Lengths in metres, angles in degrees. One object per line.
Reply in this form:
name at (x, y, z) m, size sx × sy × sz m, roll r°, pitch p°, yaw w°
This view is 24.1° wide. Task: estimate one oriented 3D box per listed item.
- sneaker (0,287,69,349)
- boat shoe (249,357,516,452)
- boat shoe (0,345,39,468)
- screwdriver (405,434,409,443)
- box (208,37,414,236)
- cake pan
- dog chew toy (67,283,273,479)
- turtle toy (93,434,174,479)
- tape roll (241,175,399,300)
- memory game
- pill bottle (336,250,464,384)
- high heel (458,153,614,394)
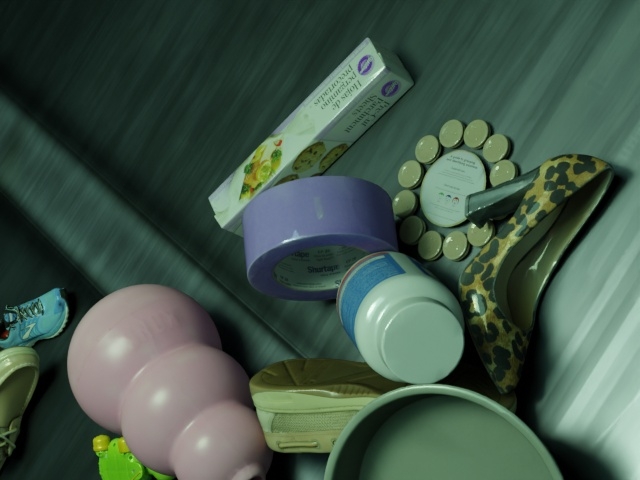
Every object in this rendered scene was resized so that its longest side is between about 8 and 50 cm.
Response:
sneaker at (-0.444, 0.122, 2.272) m, size 0.162 × 0.073 × 0.063 m, roll -36°, pitch 53°, yaw 27°
boat shoe at (0.076, 0.207, 1.751) m, size 0.341 × 0.121 × 0.110 m, roll 1°, pitch 110°, yaw 35°
boat shoe at (-0.494, 0.291, 2.235) m, size 0.098 × 0.109 × 0.302 m, roll 48°, pitch 113°, yaw 36°
screwdriver at (0.089, 0.289, 1.707) m, size 0.024 × 0.025 × 0.170 m, roll 22°, pitch 117°, yaw 25°
box at (-0.017, -0.130, 1.985) m, size 0.324 × 0.067 × 0.063 m, roll -43°, pitch 51°, yaw 21°
cake pan at (0.141, 0.293, 1.609) m, size 0.293 × 0.054 × 0.293 m, roll 5°, pitch 100°, yaw 28°
dog chew toy at (-0.181, 0.205, 1.921) m, size 0.332 × 0.206 × 0.207 m, roll 44°, pitch 105°, yaw 35°
turtle toy at (-0.248, 0.306, 2.027) m, size 0.130 × 0.066 × 0.095 m, roll -5°, pitch 94°, yaw 38°
tape roll at (0.000, 0.000, 1.832) m, size 0.189 × 0.189 × 0.080 m, roll -25°, pitch 59°, yaw 33°
memory game at (0.163, -0.062, 1.831) m, size 0.186 × 0.012 × 0.186 m, roll -17°, pitch 63°, yaw 38°
pill bottle at (0.093, 0.090, 1.693) m, size 0.124 × 0.124 × 0.221 m, roll -62°, pitch 11°, yaw 5°
high heel at (0.250, 0.031, 1.662) m, size 0.186 × 0.093 × 0.261 m, roll -21°, pitch 58°, yaw 34°
